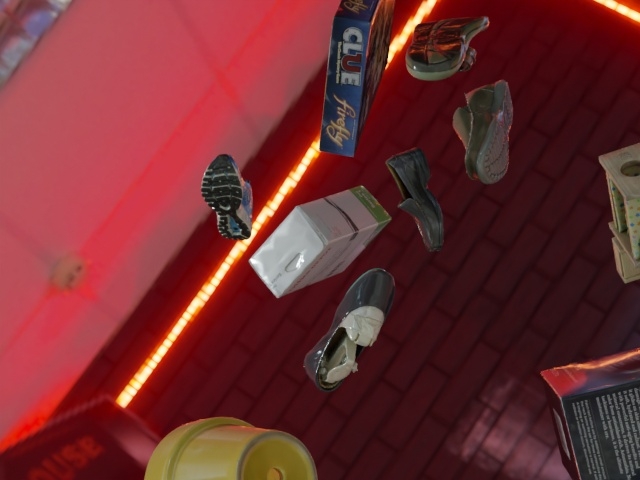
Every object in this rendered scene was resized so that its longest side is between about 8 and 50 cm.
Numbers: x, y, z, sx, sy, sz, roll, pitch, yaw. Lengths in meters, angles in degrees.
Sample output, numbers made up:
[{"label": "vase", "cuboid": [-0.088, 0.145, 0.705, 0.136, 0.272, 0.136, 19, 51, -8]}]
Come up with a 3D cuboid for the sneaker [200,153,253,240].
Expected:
[{"label": "sneaker", "cuboid": [-0.135, -0.074, 1.964, 0.162, 0.063, 0.073, 81, -165, -49]}]

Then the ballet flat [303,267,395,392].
[{"label": "ballet flat", "cuboid": [0.043, 0.128, 1.747, 0.074, 0.074, 0.203, -23, -27, -53]}]

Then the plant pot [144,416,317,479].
[{"label": "plant pot", "cuboid": [-0.134, 0.415, 2.231, 0.254, 0.254, 0.239, -39, 10, -38]}]

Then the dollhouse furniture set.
[{"label": "dollhouse furniture set", "cuboid": [0.438, -0.028, 1.587, 0.161, 0.101, 0.182, -18, -54, 1]}]

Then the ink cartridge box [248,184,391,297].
[{"label": "ink cartridge box", "cuboid": [0.000, 0.000, 2.333, 0.160, 0.092, 0.219, -48, -16, 31]}]

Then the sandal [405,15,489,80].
[{"label": "sandal", "cuboid": [0.210, -0.316, 2.242, 0.303, 0.120, 0.086, -54, -42, -57]}]

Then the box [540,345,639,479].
[{"label": "box", "cuboid": [0.531, 0.276, 2.142, 0.296, 0.294, 0.183, -46, -58, -86]}]

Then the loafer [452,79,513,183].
[{"label": "loafer", "cuboid": [0.267, -0.176, 2.205, 0.251, 0.087, 0.094, -69, -33, -52]}]

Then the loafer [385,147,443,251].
[{"label": "loafer", "cuboid": [0.150, -0.060, 2.103, 0.061, 0.170, 0.062, -15, -7, -18]}]

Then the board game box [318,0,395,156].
[{"label": "board game box", "cuboid": [0.048, -0.226, 1.502, 0.243, 0.042, 0.165, -71, -11, -55]}]
